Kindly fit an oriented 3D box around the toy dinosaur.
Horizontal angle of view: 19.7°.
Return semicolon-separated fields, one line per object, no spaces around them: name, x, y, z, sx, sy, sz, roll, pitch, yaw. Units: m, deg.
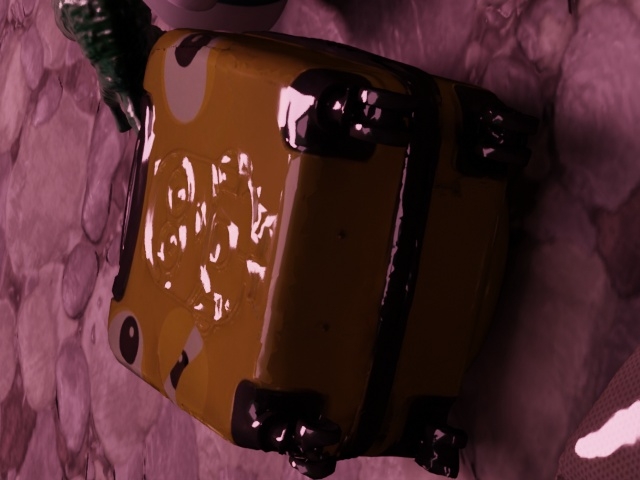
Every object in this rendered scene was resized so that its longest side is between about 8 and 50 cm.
toy dinosaur;-0.153;-0.197;1.143;0.383;0.076;0.129;67;167;-16

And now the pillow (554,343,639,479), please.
pillow;0.176;0.005;0.463;0.169;0.059;0.255;34;99;25

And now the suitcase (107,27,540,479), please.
suitcase;0.000;0.000;0.906;0.235;0.143;0.194;25;107;58

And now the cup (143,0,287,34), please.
cup;-0.042;-0.209;1.006;0.300;0.167;0.173;-76;9;-54
